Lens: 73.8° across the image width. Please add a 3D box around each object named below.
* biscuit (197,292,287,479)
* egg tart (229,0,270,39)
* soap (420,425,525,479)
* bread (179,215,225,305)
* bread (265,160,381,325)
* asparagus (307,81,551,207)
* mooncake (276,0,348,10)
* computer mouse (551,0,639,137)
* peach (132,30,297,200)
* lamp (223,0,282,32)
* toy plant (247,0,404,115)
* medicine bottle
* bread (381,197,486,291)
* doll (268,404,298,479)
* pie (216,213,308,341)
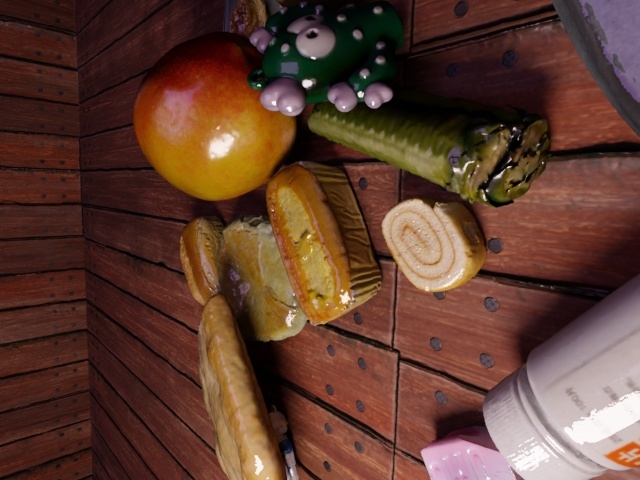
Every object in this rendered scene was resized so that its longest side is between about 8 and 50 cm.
[{"bbox_3d":[-0.191,0.395,0.942,0.445,0.104,0.429,67,153,21],"label":"biscuit"},{"bbox_3d":[-0.140,-0.428,0.867,0.131,0.052,0.130,6,99,46],"label":"egg tart"},{"bbox_3d":[0.218,0.323,0.606,0.149,0.056,0.100,-39,63,42],"label":"soap"},{"bbox_3d":[-0.290,0.056,1.104,0.140,0.106,0.236,-40,65,40],"label":"bread"},{"bbox_3d":[0.000,0.000,0.774,0.153,0.120,0.287,-35,68,48],"label":"bread"},{"bbox_3d":[0.128,-0.163,0.626,0.382,0.108,0.128,34,97,43],"label":"asparagus"},{"bbox_3d":[-0.047,-0.493,0.703,0.117,0.235,0.234,-15,82,46],"label":"mooncake"},{"bbox_3d":[0.341,-0.224,0.382,0.203,0.114,0.373,-34,77,41],"label":"computer mouse"},{"bbox_3d":[-0.198,-0.240,0.835,0.332,0.308,0.307,-51,57,46],"label":"peach"},{"bbox_3d":[-0.134,-0.495,0.928,0.267,0.047,0.268,20,108,45],"label":"lamp"},{"bbox_3d":[0.003,-0.278,0.642,0.244,0.112,0.232,-3,59,9],"label":"toy plant"},{"bbox_3d":[0.299,0.148,0.439,0.252,0.145,0.144,-53,56,34],"label":"medicine bottle"},{"bbox_3d":[0.169,0.000,0.625,0.122,0.073,0.149,-42,65,35],"label":"bread"},{"bbox_3d":[-0.087,0.477,0.956,0.114,0.057,0.227,8,108,53],"label":"doll"},{"bbox_3d":[-0.129,0.085,0.941,0.307,0.071,0.305,3,95,42],"label":"pie"}]
